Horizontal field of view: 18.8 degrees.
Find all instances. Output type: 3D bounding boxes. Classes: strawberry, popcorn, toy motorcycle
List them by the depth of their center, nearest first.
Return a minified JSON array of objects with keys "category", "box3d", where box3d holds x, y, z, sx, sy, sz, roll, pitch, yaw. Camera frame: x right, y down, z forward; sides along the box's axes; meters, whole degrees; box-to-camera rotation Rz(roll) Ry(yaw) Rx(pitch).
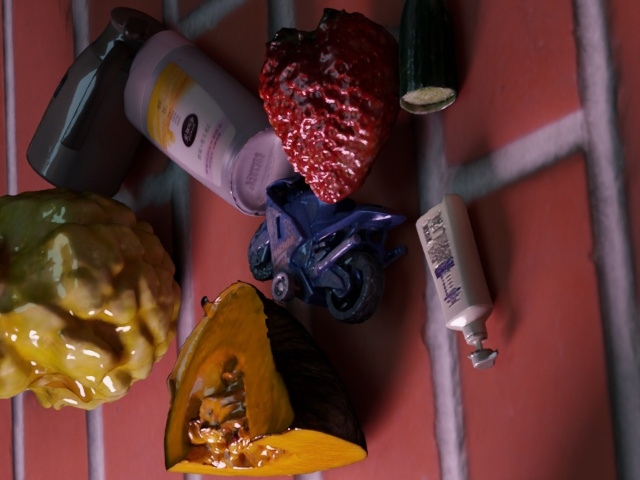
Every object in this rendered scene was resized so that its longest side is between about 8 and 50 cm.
[{"category":"strawberry","box3d":[0.018,-0.114,1.589,0.131,0.131,0.148,-34,80,52]},{"category":"toy motorcycle","box3d":[0.000,0.000,1.642,0.205,0.076,0.114,24,99,56]},{"category":"popcorn","box3d":[-0.267,0.056,1.914,0.258,0.270,0.224,18,-105,-77]}]

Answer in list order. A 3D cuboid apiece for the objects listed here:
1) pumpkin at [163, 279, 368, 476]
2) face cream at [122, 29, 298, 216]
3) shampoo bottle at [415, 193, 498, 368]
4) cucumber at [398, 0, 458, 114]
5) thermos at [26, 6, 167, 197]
[{"category":"pumpkin","box3d":[-0.031,0.114,1.654,0.278,0.111,0.163,-25,55,60]},{"category":"face cream","box3d":[-0.106,-0.110,1.826,0.269,0.073,0.107,42,113,54]},{"category":"shampoo bottle","box3d":[0.108,0.035,1.490,0.049,0.034,0.141,-39,54,41]},{"category":"cucumber","box3d":[0.083,-0.157,1.544,0.048,0.048,0.105,-20,68,56]},{"category":"thermos","box3d":[-0.221,-0.142,1.972,0.193,0.105,0.137,-61,-2,25]}]
